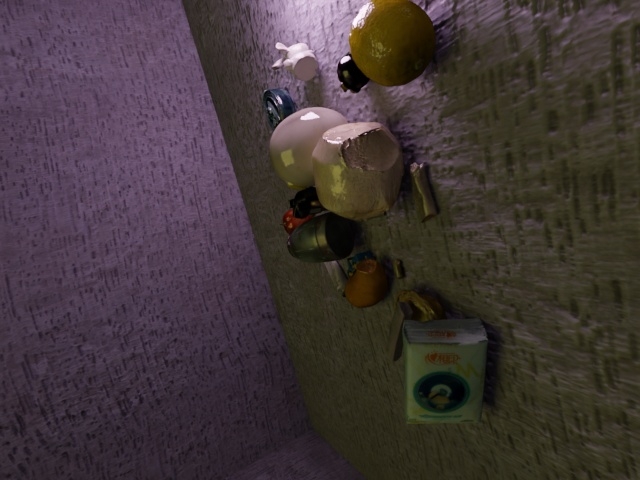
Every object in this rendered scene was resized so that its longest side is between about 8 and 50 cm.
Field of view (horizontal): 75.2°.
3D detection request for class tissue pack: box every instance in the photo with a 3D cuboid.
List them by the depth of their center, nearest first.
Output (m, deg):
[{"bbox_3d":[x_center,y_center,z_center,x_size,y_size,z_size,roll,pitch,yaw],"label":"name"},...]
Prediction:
[{"bbox_3d":[0.447,0.481,1.518,0.162,0.287,0.388,-81,-14,-65],"label":"tissue pack"}]

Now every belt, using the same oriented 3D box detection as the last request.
[{"bbox_3d":[-0.223,-0.713,2.257,0.267,0.116,0.206,65,152,7],"label":"belt"}]

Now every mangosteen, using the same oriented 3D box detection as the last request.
[{"bbox_3d":[0.121,-0.632,1.592,0.137,0.137,0.151,60,147,22],"label":"mangosteen"}]

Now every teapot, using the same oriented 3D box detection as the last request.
[{"bbox_3d":[0.000,0.000,2.087,0.312,0.315,0.233,-13,82,37],"label":"teapot"}]

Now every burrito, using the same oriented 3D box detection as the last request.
[{"bbox_3d":[0.366,-0.170,1.500,0.087,0.060,0.226,8,115,68],"label":"burrito"}]

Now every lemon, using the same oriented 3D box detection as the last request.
[{"bbox_3d":[0.214,-0.614,1.283,0.320,0.245,0.245,55,151,34],"label":"lemon"}]

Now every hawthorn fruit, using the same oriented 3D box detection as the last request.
[{"bbox_3d":[-0.145,-0.102,2.430,0.179,0.200,0.179,33,131,48],"label":"hawthorn fruit"}]

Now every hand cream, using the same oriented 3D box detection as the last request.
[{"bbox_3d":[0.078,0.168,2.342,0.336,0.076,0.121,62,149,32],"label":"hand cream"}]

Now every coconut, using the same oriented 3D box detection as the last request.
[{"bbox_3d":[0.146,-0.244,1.564,0.346,0.346,0.360,35,143,52],"label":"coconut"}]

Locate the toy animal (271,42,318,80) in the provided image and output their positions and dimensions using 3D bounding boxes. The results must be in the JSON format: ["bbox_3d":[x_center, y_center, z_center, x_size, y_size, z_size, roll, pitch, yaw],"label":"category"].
[{"bbox_3d":[-0.111,-0.810,1.882,0.193,0.178,0.127,51,146,33],"label":"toy animal"}]

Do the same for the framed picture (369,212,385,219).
[{"bbox_3d":[0.194,-0.226,1.865,0.217,0.017,0.274,-7,101,64],"label":"framed picture"}]

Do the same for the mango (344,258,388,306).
[{"bbox_3d":[0.219,0.212,1.944,0.359,0.187,0.144,112,178,-54],"label":"mango"}]

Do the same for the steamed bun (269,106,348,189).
[{"bbox_3d":[-0.039,-0.402,1.802,0.334,0.374,0.334,59,-162,-32],"label":"steamed bun"}]

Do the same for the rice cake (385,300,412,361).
[{"bbox_3d":[0.324,0.377,1.725,0.072,0.056,0.365,-122,24,-43],"label":"rice cake"}]

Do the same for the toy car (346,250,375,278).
[{"bbox_3d":[0.188,0.111,2.024,0.191,0.097,0.100,111,141,-54],"label":"toy car"}]

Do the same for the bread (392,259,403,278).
[{"bbox_3d":[0.337,0.125,1.803,0.049,0.034,0.088,179,77,-79],"label":"bread"}]

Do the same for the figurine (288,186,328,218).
[{"bbox_3d":[-0.011,-0.195,1.999,0.308,0.308,0.143,-36,70,64],"label":"figurine"}]

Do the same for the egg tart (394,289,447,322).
[{"bbox_3d":[0.411,0.317,1.689,0.288,0.118,0.288,45,146,41],"label":"egg tart"}]
